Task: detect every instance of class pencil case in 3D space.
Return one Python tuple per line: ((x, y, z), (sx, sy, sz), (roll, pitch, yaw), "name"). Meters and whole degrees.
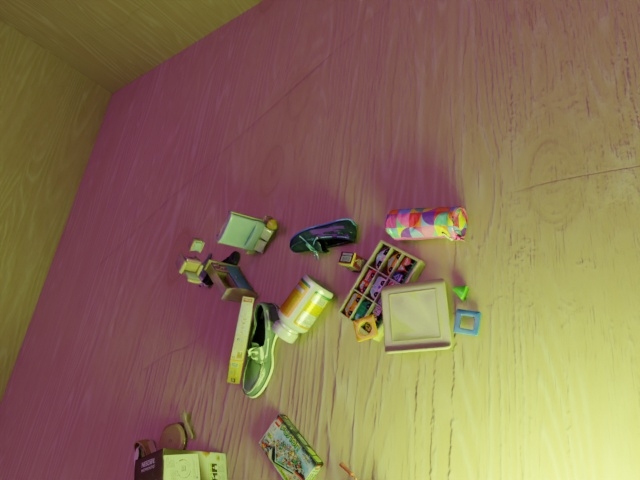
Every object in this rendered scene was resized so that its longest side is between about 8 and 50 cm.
((0.306, -0.047, 1.386), (0.236, 0.104, 0.104), (0, 68, 42), "pencil case")

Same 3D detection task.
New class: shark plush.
((-0.476, 0.130, 2.005), (0.067, 0.073, 0.161), (-7, 40, 17), "shark plush")

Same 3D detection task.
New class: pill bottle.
((-0.062, 0.222, 1.538), (0.208, 0.118, 0.117), (-55, 45, 3), "pill bottle")

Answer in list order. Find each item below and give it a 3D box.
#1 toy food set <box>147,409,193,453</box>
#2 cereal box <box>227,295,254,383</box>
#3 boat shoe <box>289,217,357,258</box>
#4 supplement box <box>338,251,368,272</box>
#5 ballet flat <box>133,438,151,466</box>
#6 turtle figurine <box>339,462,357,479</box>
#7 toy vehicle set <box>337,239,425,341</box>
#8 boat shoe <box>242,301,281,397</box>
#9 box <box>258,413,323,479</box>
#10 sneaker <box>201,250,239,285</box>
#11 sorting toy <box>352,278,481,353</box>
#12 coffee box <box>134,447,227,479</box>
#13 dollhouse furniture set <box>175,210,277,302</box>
((-0.531, 0.722, 1.729), (0.192, 0.038, 0.132), (-42, 54, 8), "toy food set")
((-0.265, 0.331, 1.599), (0.173, 0.047, 0.240), (106, 172, -49), "cereal box")
((0.000, 0.000, 1.614), (0.258, 0.109, 0.089), (-22, 58, 33), "boat shoe")
((0.104, 0.070, 1.501), (0.055, 0.083, 0.043), (4, 70, 41), "supplement box")
((-0.639, 0.834, 1.727), (0.080, 0.073, 0.232), (-42, 47, 16), "ballet flat")
((0.128, 0.682, 1.151), (0.270, 0.087, 0.217), (23, 91, 36), "turtle figurine")
((0.179, 0.145, 1.431), (0.166, 0.035, 0.266), (29, 88, 45), "toy vehicle set")
((-0.214, 0.360, 1.603), (0.116, 0.099, 0.319), (2, 70, 39), "boat shoe")
((-0.090, 0.623, 1.402), (0.207, 0.036, 0.114), (35, 91, 45), "box")
((-0.394, 0.108, 1.899), (0.051, 0.089, 0.170), (27, 86, 45), "sneaker")
((0.259, 0.208, 1.304), (0.348, 0.047, 0.196), (-10, 63, 22), "sorting toy")
((-0.431, 0.721, 1.489), (0.141, 0.246, 0.098), (-30, 51, 24), "coffee box")
((-0.309, 0.037, 1.726), (0.198, 0.286, 0.303), (45, 110, 44), "dollhouse furniture set")
